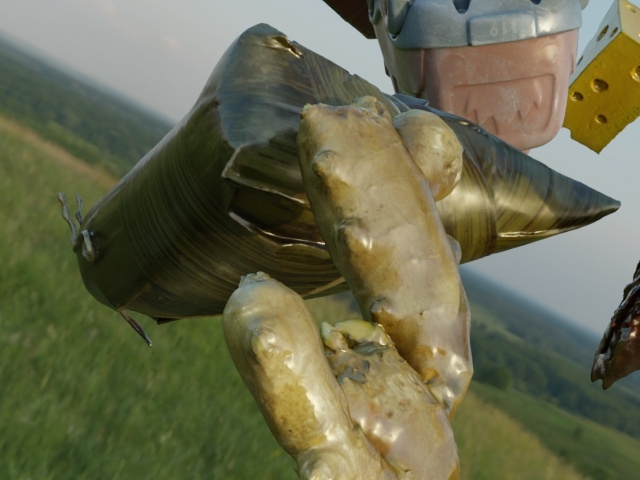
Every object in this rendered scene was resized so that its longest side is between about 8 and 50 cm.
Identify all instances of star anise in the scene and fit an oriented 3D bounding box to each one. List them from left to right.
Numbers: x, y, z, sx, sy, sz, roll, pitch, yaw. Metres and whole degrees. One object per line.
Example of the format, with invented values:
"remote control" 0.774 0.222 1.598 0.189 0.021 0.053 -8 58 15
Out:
"star anise" 0.346 0.020 1.122 0.088 0.288 0.288 31 2 1

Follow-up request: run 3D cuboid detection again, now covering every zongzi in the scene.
"zongzi" 0.000 0.000 0.674 0.241 0.111 0.248 16 -28 -28

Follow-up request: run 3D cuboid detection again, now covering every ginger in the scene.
"ginger" 0.019 0.029 0.455 0.052 0.176 0.193 -17 0 33

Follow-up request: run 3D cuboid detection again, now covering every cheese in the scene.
"cheese" 0.361 -0.195 1.485 0.093 0.171 0.126 28 32 -7

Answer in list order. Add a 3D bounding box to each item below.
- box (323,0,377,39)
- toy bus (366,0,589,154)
"box" 0.026 -0.389 1.344 0.089 0.197 0.313 4 -19 39
"toy bus" 0.156 -0.189 1.215 0.197 0.232 0.294 -8 20 -4
